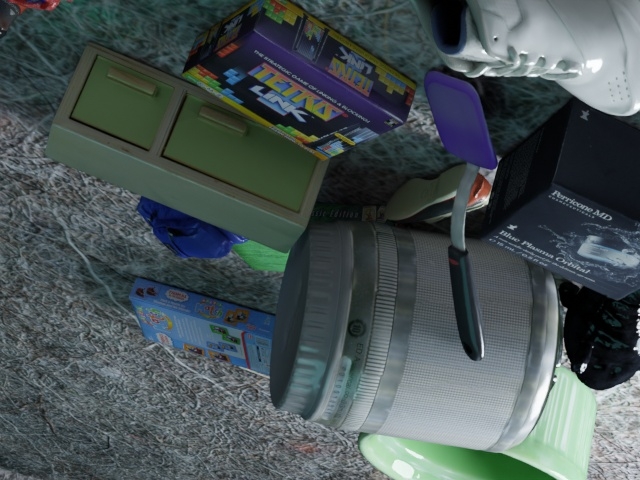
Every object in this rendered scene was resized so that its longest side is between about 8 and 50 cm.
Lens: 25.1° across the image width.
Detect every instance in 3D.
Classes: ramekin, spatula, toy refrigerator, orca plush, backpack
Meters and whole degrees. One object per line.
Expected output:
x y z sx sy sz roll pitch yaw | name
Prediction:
0.213 0.241 1.872 0.303 0.148 0.303 16 156 7 | ramekin
0.132 -0.016 1.326 0.084 0.030 0.296 30 132 50 | spatula
-0.132 -0.093 1.455 0.269 0.102 0.094 23 157 -7 | toy refrigerator
0.313 0.108 1.517 0.151 0.102 0.287 38 156 0 | orca plush
-0.146 -0.034 1.600 0.120 0.101 0.098 5 146 38 | backpack

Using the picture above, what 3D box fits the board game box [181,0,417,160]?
-0.021 -0.147 1.319 0.170 0.048 0.141 29 156 -23 | board game box

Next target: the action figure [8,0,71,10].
-0.280 -0.236 1.331 0.115 0.038 0.030 13 173 14 | action figure

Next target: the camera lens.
0.100 0.099 1.502 0.274 0.219 0.219 10 158 -10 | camera lens

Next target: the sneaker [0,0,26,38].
-0.361 -0.221 1.390 0.158 0.065 0.061 4 153 31 | sneaker

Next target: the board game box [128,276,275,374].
-0.157 0.125 2.034 0.211 0.039 0.160 15 156 8 | board game box

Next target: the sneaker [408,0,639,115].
0.136 -0.166 1.057 0.297 0.129 0.111 32 152 -30 | sneaker

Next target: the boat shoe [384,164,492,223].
0.118 -0.040 1.453 0.043 0.049 0.137 30 150 -29 | boat shoe

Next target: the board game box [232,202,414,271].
0.000 0.000 1.654 0.260 0.030 0.136 4 155 31 | board game box

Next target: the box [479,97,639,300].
0.252 -0.033 1.308 0.156 0.093 0.158 23 155 -10 | box
